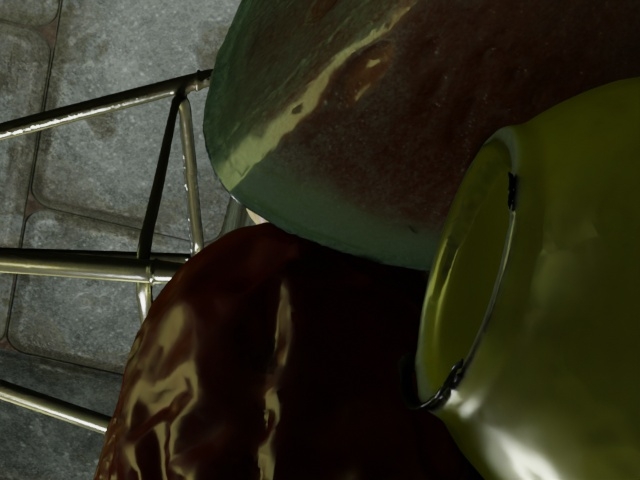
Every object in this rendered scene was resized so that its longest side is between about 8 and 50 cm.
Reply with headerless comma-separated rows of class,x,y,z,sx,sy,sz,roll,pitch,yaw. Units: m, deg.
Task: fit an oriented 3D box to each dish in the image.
dish,0.075,0.020,0.436,0.208,0.080,0.149,113,169,-49

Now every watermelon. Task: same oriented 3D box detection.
watermelon,0.087,-0.125,0.574,0.226,0.148,0.318,-14,47,63

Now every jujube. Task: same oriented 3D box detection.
jujube,-0.013,0.117,0.591,0.174,0.174,0.250,118,157,-65

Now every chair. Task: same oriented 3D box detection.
chair,-0.278,0.021,1.621,0.362,0.410,0.365,89,-174,-45

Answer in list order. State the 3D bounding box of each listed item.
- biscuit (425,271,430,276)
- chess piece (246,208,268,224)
biscuit,0.050,0.007,0.834,0.183,0.047,0.320,137,144,-83
chess piece,-0.029,-0.096,1.444,0.138,0.124,0.307,-26,46,37
